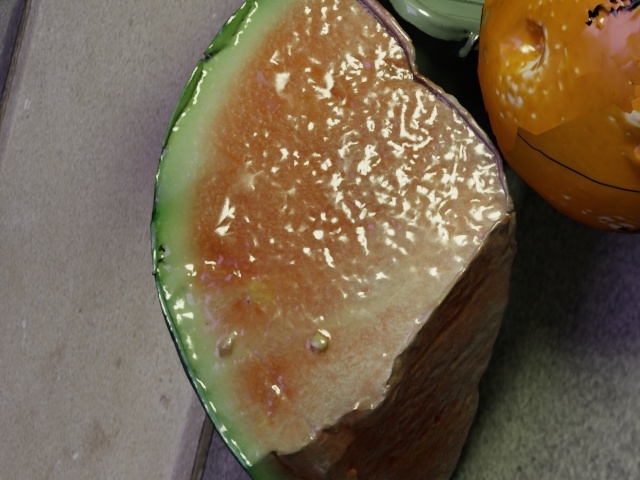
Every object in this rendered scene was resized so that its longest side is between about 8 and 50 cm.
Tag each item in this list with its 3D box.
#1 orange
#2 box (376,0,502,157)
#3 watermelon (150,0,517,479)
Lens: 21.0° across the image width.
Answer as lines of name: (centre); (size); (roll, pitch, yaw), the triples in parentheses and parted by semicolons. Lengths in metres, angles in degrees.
orange: (0.200, -0.116, 1.074); (0.234, 0.182, 0.234); (5, 96, 54)
box: (0.075, -0.166, 1.298); (0.135, 0.163, 0.243); (-65, 35, 33)
watermelon: (-0.025, 0.023, 1.179); (0.292, 0.222, 0.319); (46, 141, 23)
